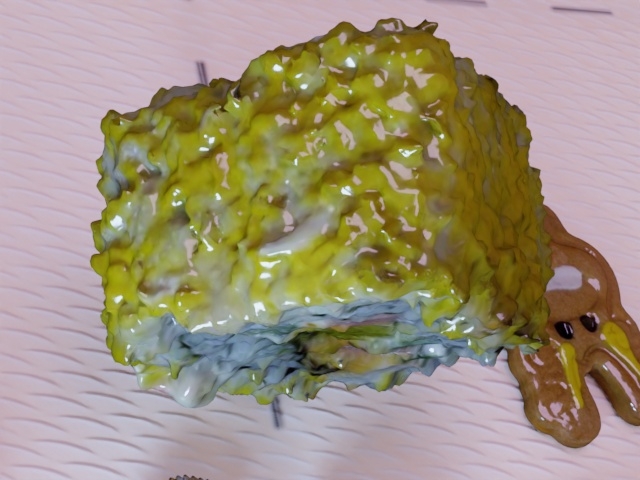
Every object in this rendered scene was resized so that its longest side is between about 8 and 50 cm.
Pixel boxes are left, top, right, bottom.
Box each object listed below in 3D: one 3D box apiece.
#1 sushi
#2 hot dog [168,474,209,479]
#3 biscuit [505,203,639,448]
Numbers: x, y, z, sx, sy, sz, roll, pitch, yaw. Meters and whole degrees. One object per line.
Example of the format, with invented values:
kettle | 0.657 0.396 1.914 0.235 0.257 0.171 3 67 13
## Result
sushi | 0.000 0.000 1.207 0.396 0.351 0.240 26 54 -62
hot dog | -0.093 0.281 1.182 0.108 0.059 0.191 -10 58 -34
biscuit | 0.238 0.067 1.491 0.186 0.044 0.295 -13 63 -33
